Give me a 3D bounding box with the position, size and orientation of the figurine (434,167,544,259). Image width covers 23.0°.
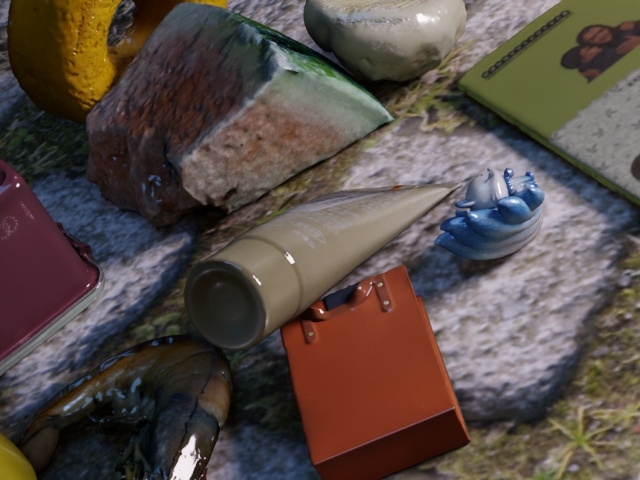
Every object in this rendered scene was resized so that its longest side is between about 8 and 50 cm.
[{"bbox_3d":[0.148,-0.022,1.409,0.114,0.079,0.114,-20,10,4],"label":"figurine"}]

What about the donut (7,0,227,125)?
[{"bbox_3d":[-0.215,-0.249,1.767,0.277,0.278,0.108,-42,45,-20],"label":"donut"}]

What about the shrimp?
[{"bbox_3d":[-0.185,0.190,1.374,0.222,0.054,0.290,-16,35,13],"label":"shrimp"}]

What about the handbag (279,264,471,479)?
[{"bbox_3d":[0.041,0.114,1.329,0.127,0.063,0.190,-23,40,5],"label":"handbag"}]

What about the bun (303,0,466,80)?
[{"bbox_3d":[0.067,-0.224,1.689,0.183,0.102,0.183,-1,23,1],"label":"bun"}]

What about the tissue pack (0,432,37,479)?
[{"bbox_3d":[-0.326,0.239,1.326,0.178,0.123,0.127,-46,43,-1],"label":"tissue pack"}]

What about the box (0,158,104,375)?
[{"bbox_3d":[-0.389,0.042,1.592,0.294,0.167,0.193,-39,39,-16],"label":"box"}]

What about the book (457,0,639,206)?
[{"bbox_3d":[0.312,-0.156,1.513,0.239,0.035,0.352,-36,37,-9],"label":"book"}]

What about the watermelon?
[{"bbox_3d":[-0.102,-0.147,1.659,0.302,0.151,0.264,-37,38,-14],"label":"watermelon"}]

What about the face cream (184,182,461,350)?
[{"bbox_3d":[0.000,0.000,1.415,0.137,0.084,0.341,-3,17,30],"label":"face cream"}]
